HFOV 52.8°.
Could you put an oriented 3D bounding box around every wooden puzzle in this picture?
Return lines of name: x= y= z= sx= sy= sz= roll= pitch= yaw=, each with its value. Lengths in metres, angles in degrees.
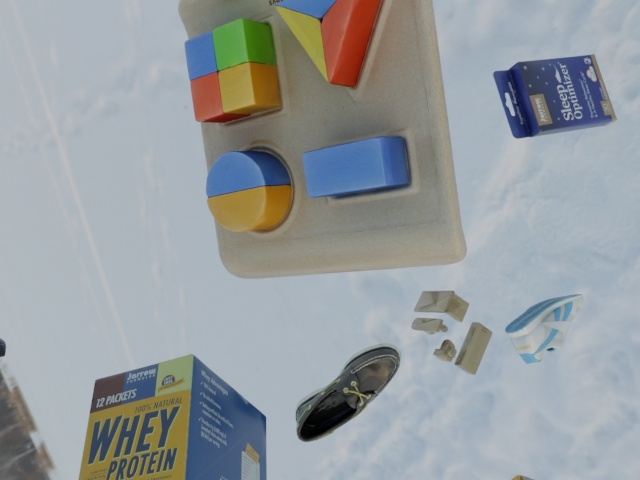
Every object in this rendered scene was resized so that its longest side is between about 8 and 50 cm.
wooden puzzle: x=-0.025 y=-0.128 z=0.689 sx=0.322 sy=0.080 sz=0.347 roll=-7 pitch=97 yaw=36

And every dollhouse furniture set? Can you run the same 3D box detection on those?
dollhouse furniture set: x=0.307 y=0.220 z=1.555 sx=0.151 sy=0.144 sz=0.123 roll=34 pitch=162 yaw=-20

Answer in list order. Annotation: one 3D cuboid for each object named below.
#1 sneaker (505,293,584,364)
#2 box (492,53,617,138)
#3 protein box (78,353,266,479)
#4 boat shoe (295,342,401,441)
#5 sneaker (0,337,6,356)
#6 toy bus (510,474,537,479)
sneaker: x=0.487 y=0.182 z=1.372 sx=0.087 sy=0.229 sz=0.092 roll=-26 pitch=89 yaw=59
box: x=0.432 y=-0.265 z=1.184 sx=0.036 sy=0.225 sz=0.136 roll=147 pitch=110 yaw=-67
protein box: x=-0.163 y=0.278 z=0.756 sx=0.199 sy=0.136 sz=0.201 roll=57 pitch=-158 yaw=-48
boat shoe: x=0.049 y=0.264 z=1.099 sx=0.081 sy=0.228 sz=0.068 roll=45 pitch=-164 yaw=-13
sneaker: x=-0.513 y=0.194 z=0.849 sx=0.090 sy=0.232 sz=0.081 roll=35 pitch=-159 yaw=-38
toy bus: x=0.391 y=0.682 z=1.450 sx=0.332 sy=0.130 sz=0.108 roll=-54 pitch=29 yaw=20
